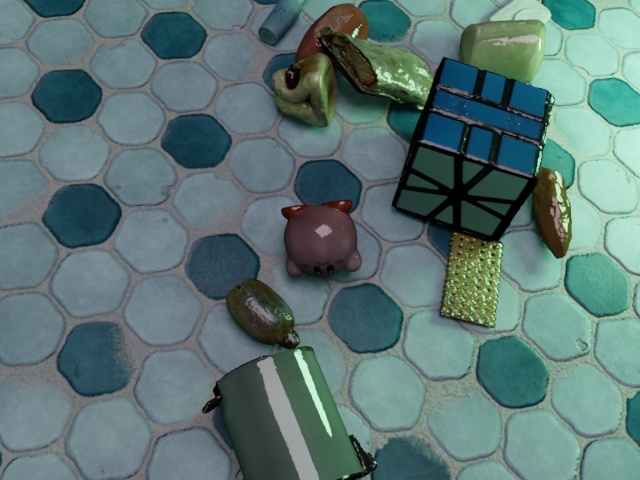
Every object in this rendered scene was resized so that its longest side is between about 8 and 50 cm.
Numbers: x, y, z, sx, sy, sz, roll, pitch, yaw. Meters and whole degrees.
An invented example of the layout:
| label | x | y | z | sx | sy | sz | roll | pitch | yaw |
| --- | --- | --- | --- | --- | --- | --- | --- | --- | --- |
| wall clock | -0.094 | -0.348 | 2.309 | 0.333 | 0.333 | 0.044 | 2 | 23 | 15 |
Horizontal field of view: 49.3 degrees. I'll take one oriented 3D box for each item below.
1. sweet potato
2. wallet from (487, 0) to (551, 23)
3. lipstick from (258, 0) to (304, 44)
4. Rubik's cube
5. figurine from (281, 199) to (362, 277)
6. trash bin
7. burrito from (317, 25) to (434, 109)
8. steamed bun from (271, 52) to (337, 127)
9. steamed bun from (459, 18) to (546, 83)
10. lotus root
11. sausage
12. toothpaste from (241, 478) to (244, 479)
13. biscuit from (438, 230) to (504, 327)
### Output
| label | x | y | z | sx | sy | sz | roll | pitch | yaw |
| --- | --- | --- | --- | --- | --- | --- | --- | --- | --- |
| sweet potato | 0.574 | -0.073 | 1.722 | 0.097 | 0.097 | 0.251 | 1 | 62 | -7 |
| wallet | 0.589 | -0.656 | 2.048 | 0.183 | 0.032 | 0.124 | -39 | 72 | -21 |
| lipstick | -0.080 | -0.657 | 1.945 | 0.068 | 0.061 | 0.274 | 27 | 64 | 9 |
| Rubik's cube | 0.354 | -0.208 | 1.649 | 0.289 | 0.293 | 0.283 | 19 | 62 | 1 |
| figurine | 0.000 | 0.000 | 1.575 | 0.173 | 0.173 | 0.173 | 3 | 64 | -6 |
| trash bin | -0.066 | 0.371 | 1.352 | 0.277 | 0.217 | 0.262 | -12 | 65 | -24 |
| burrito | 0.161 | -0.435 | 1.789 | 0.348 | 0.107 | 0.175 | 10 | 48 | -34 |
| steamed bun | -0.047 | -0.383 | 1.774 | 0.156 | 0.172 | 0.140 | 5 | 51 | 15 |
| steamed bun | 0.495 | -0.513 | 1.910 | 0.226 | 0.170 | 0.200 | 3 | 30 | 12 |
| lotus root | -0.120 | 0.165 | 1.521 | 0.192 | 0.088 | 0.113 | 43 | 60 | 13 |
| sausage | 0.036 | -0.534 | 1.862 | 0.148 | 0.148 | 0.254 | 33 | 62 | 9 |
| toothpaste | -0.091 | 0.583 | 1.340 | 0.069 | 0.047 | 0.268 | -41 | 72 | -4 |
| biscuit | 0.361 | 0.089 | 1.658 | 0.139 | 0.016 | 0.231 | 14 | 62 | -1 |
